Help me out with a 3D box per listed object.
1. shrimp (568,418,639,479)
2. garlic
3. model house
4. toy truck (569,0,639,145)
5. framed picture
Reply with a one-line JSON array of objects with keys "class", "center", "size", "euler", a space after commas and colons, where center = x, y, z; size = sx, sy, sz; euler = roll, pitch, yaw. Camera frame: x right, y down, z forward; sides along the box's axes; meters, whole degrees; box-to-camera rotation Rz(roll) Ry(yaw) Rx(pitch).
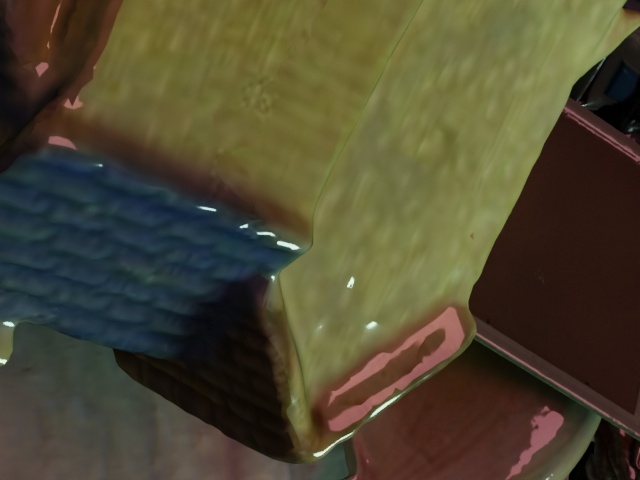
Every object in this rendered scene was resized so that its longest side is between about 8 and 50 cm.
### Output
[{"class": "shrimp", "center": [0.204, 0.074, 1.011], "size": [0.145, 0.116, 0.343], "euler": [40, 47, -30]}, {"class": "garlic", "center": [0.078, 0.094, 0.900], "size": [0.128, 0.148, 0.266], "euler": [85, 21, -48]}, {"class": "model house", "center": [-0.072, -0.070, 0.703], "size": [0.321, 0.261, 0.266], "euler": [20, 92, -43]}, {"class": "toy truck", "center": [0.271, -0.129, 1.036], "size": [0.367, 0.146, 0.175], "euler": [4, 46, -29]}, {"class": "framed picture", "center": [0.139, 0.003, 0.905], "size": [0.142, 0.011, 0.183], "euler": [32, 54, -15]}]
